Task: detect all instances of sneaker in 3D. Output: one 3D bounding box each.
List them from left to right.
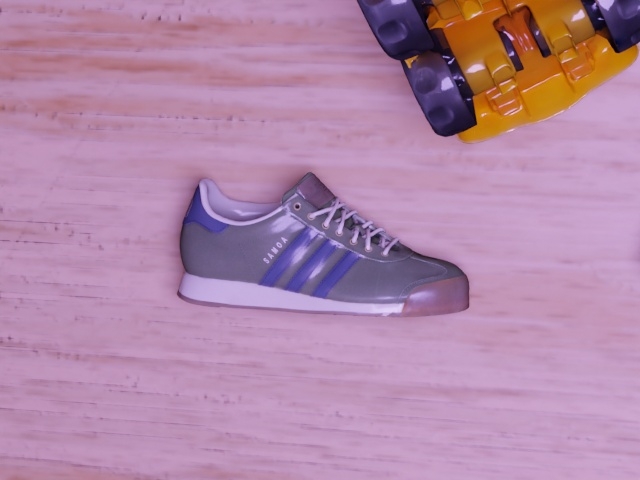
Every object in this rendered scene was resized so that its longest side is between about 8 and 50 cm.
[{"bbox_3d":[0.000,0.000,1.196,0.192,0.064,0.086,3,100,14],"label":"sneaker"}]

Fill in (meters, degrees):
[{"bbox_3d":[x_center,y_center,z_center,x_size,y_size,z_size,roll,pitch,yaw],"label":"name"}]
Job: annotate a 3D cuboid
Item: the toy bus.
[{"bbox_3d":[0.082,-0.195,1.123,0.149,0.220,0.211,-28,56,6],"label":"toy bus"}]
